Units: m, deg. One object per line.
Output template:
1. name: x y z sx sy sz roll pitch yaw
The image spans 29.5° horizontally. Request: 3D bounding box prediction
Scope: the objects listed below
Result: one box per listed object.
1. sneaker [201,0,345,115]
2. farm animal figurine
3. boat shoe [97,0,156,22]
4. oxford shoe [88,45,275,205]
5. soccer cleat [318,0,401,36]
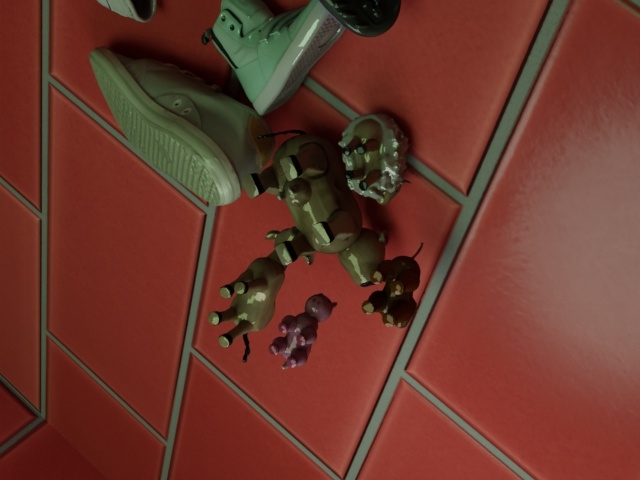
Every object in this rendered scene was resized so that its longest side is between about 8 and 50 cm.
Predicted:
1. sneaker: -0.064 -0.277 1.540 0.151 0.094 0.256 52 145 3
2. farm animal figurine: 0.000 0.000 1.653 0.330 0.172 0.326 -5 102 32
3. boat shoe: -0.265 -0.407 1.652 0.088 0.096 0.267 32 143 19
4. oxford shoe: -0.207 -0.185 1.777 0.449 0.130 0.169 35 155 48
5. soccer cleat: -0.022 -0.365 1.417 0.318 0.109 0.116 51 164 -1
